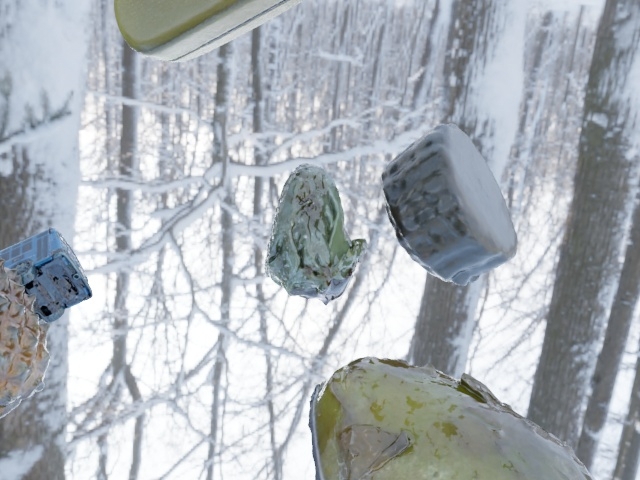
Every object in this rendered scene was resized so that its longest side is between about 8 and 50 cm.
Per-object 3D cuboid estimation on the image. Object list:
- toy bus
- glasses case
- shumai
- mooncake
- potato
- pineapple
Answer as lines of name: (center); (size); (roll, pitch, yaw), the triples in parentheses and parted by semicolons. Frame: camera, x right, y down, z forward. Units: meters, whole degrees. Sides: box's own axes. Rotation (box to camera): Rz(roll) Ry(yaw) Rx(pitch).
toy bus: (-0.401, 0.062, 0.926); (0.184, 0.090, 0.106); (-25, -145, -6)
glasses case: (-0.116, -0.384, 0.973); (0.371, 0.173, 0.141); (-19, 179, 27)
shumai: (0.002, -0.006, 0.965); (0.141, 0.184, 0.184); (16, -163, -6)
mooncake: (0.188, -0.048, 1.034); (0.124, 0.228, 0.228); (-30, -178, 28)
potato: (0.138, 0.222, 0.622); (0.246, 0.196, 0.300); (26, -145, -59)
pineapple: (-0.415, 0.022, 0.726); (0.174, 0.362, 0.175); (-14, -155, 7)
